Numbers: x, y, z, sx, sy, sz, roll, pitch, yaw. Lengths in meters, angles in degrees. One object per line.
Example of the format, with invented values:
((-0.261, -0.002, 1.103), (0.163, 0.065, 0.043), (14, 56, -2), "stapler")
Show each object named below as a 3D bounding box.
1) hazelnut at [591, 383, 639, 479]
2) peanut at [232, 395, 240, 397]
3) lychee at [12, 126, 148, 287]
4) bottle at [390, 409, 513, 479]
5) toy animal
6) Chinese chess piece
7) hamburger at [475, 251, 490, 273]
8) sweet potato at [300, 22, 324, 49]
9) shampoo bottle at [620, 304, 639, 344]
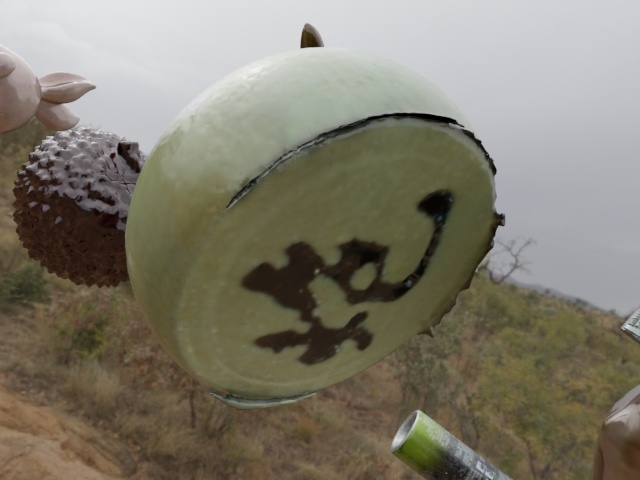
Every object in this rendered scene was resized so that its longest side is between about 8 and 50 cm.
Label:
((0.456, 0.273, 0.509), (0.373, 0.372, 0.315), (17, 9, 13), "hazelnut")
((-0.173, 0.320, 1.332), (0.080, 0.174, 0.080), (30, 2, -1), "peanut")
((-0.444, -0.066, 1.043), (0.306, 0.330, 0.306), (37, 24, -20), "lychee")
((0.282, 0.436, 0.925), (0.330, 0.093, 0.093), (36, 3, 7), "bottle")
((-0.369, -0.171, 0.594), (0.124, 0.124, 0.212), (17, 17, 10), "toy animal")
((0.000, 0.000, 0.504), (0.349, 0.349, 0.146), (16, 27, -42), "Chinese chess piece")
((0.241, 0.007, 1.169), (0.192, 0.167, 0.288), (-31, 8, -30), "hamburger")
((0.003, -0.268, 0.864), (0.053, 0.054, 0.182), (40, -25, 52), "sweet potato")
((0.702, 0.119, 1.071), (0.057, 0.207, 0.063), (40, 3, 25), "shampoo bottle")
